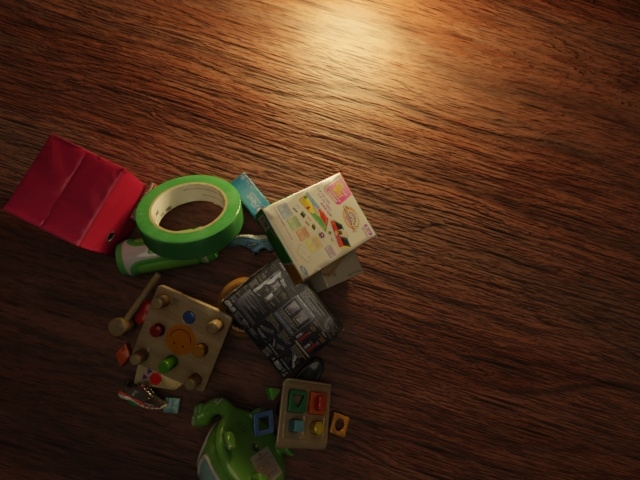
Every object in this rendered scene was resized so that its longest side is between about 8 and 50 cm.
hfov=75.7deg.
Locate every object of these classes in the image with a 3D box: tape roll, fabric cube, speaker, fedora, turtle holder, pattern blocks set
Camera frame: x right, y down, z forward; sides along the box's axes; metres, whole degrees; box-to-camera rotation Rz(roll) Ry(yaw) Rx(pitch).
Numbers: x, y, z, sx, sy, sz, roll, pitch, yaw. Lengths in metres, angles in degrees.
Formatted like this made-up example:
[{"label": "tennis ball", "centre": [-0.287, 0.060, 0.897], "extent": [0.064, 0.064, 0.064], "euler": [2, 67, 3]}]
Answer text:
[{"label": "tape roll", "centre": [-0.407, -0.081, 1.300], "extent": [0.320, 0.077, 0.322], "euler": [0, 45, 0]}, {"label": "fabric cube", "centre": [-0.730, -0.126, 1.286], "extent": [0.258, 0.254, 0.258], "euler": [26, 79, 1]}, {"label": "speaker", "centre": [-0.493, 0.034, 1.339], "extent": [0.296, 0.131, 0.131], "euler": [-10, 83, -5]}, {"label": "fedora", "centre": [-0.242, 0.214, 1.341], "extent": [0.194, 0.079, 0.195], "euler": [0, 91, -1]}, {"label": "turtle holder", "centre": [-0.264, 0.631, 1.212], "extent": [0.320, 0.243, 0.227], "euler": [42, 109, -9]}, {"label": "pattern blocks set", "centre": [-0.513, 0.381, 1.339], "extent": [0.285, 0.026, 0.325], "euler": [18, 81, 0]}]

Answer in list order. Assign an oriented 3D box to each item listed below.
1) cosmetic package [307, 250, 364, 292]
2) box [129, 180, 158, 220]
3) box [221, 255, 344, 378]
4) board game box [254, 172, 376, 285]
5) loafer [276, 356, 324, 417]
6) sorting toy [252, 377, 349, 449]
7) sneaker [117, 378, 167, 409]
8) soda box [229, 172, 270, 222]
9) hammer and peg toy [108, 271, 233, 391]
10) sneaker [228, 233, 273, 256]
[{"label": "cosmetic package", "centre": [0.000, 0.000, 1.355], "extent": [0.160, 0.113, 0.310], "euler": [-20, 82, -33]}, {"label": "box", "centre": [-0.572, -0.119, 1.372], "extent": [0.027, 0.094, 0.137], "euler": [22, 82, 8]}, {"label": "box", "centre": [-0.113, 0.225, 1.269], "extent": [0.242, 0.076, 0.308], "euler": [-39, 94, -2]}, {"label": "board game box", "centre": [-0.006, -0.043, 1.262], "extent": [0.316, 0.064, 0.242], "euler": [-29, 88, -33]}, {"label": "loafer", "centre": [-0.062, 0.477, 1.325], "extent": [0.076, 0.078, 0.223], "euler": [37, 82, 2]}, {"label": "sorting toy", "centre": [-0.039, 0.530, 1.254], "extent": [0.347, 0.047, 0.196], "euler": [19, 68, -30]}, {"label": "sneaker", "centre": [-0.547, 0.476, 1.282], "extent": [0.157, 0.061, 0.065], "euler": [20, 75, -1]}, {"label": "soda box", "centre": [-0.220, -0.124, 1.408], "extent": [0.071, 0.067, 0.210], "euler": [-39, 86, -7]}, {"label": "hammer and peg toy", "centre": [-0.468, 0.270, 1.252], "extent": [0.360, 0.127, 0.266], "euler": [24, 94, 4]}, {"label": "sneaker", "centre": [-0.233, 0.017, 1.390], "extent": [0.161, 0.063, 0.073], "euler": [0, 85, -3]}]
